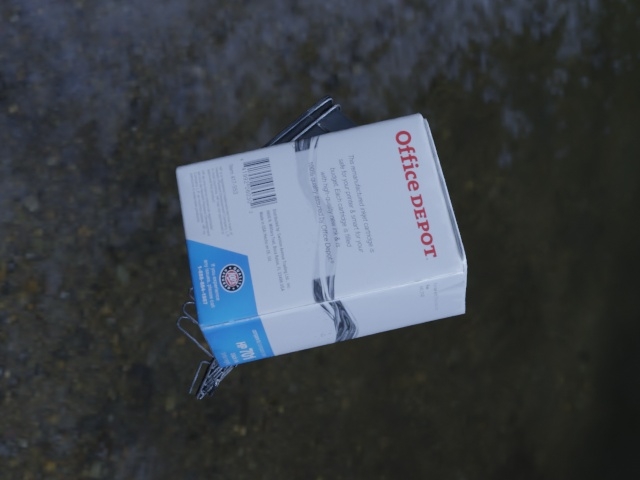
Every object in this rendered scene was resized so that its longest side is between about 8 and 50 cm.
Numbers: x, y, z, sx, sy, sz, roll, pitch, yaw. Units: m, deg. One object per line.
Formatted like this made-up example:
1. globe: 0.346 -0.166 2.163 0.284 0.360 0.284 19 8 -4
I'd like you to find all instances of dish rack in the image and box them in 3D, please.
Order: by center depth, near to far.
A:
1. dish rack: -0.053 0.017 1.163 0.208 0.074 0.271 -43 164 -44

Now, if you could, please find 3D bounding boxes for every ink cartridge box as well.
1. ink cartridge box: 0.000 0.000 0.921 0.082 0.190 0.139 79 -1 -61
